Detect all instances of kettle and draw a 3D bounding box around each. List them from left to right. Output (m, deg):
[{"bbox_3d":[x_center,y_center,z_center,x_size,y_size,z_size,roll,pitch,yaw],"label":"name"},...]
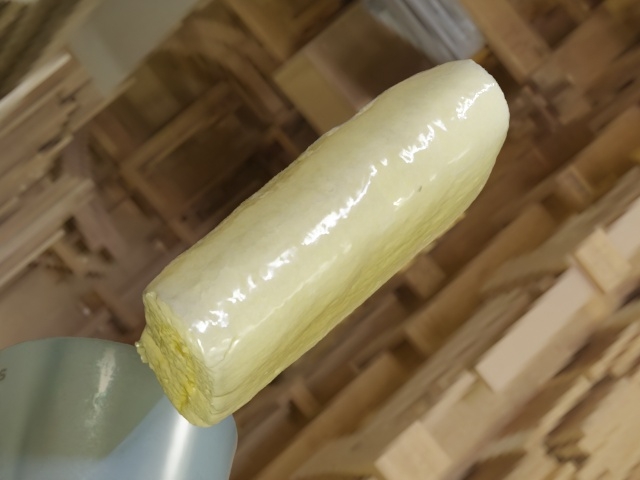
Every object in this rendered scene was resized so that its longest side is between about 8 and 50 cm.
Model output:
[{"bbox_3d":[-0.159,0.202,0.766,0.210,0.160,0.243,-26,-142,32],"label":"kettle"}]

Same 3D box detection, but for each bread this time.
[{"bbox_3d":[0.000,0.000,0.647,0.178,0.060,0.139,-39,168,-19],"label":"bread"}]
